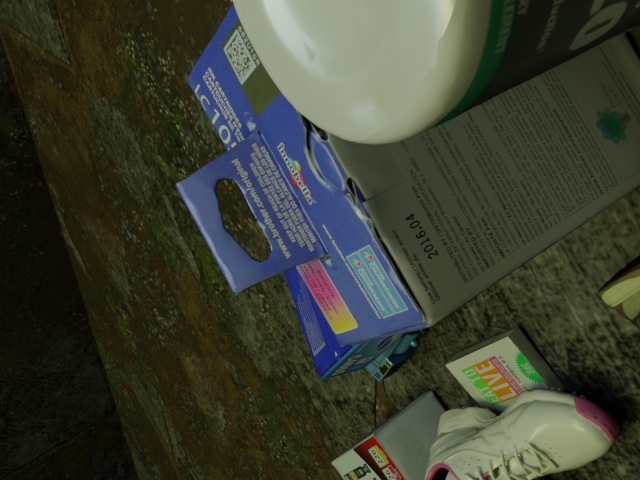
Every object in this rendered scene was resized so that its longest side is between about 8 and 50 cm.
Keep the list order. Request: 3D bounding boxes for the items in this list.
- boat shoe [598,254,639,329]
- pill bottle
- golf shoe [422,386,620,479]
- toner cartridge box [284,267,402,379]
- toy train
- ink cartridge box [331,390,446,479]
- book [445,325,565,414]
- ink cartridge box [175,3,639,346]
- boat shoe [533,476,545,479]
[{"bbox_3d":[0.336,0.026,0.680,0.073,0.080,0.223,48,155,7],"label":"boat shoe"},{"bbox_3d":[0.133,-0.215,0.494,0.204,0.361,0.204,37,143,35],"label":"pill bottle"},{"bbox_3d":[0.236,0.271,0.952,0.115,0.140,0.306,42,147,-6],"label":"golf shoe"},{"bbox_3d":[0.000,0.000,1.068,0.165,0.075,0.347,124,131,-58],"label":"toner cartridge box"},{"bbox_3d":[0.098,0.123,1.123,0.105,0.080,0.184,42,143,14],"label":"toy train"},{"bbox_3d":[0.172,0.430,1.213,0.309,0.130,0.272,53,150,13],"label":"ink cartridge box"},{"bbox_3d":[0.238,0.173,0.997,0.096,0.035,0.144,52,149,4],"label":"book"},{"bbox_3d":[0.081,-0.095,0.640,0.270,0.395,0.151,61,150,1],"label":"ink cartridge box"},{"bbox_3d":[0.324,0.451,1.017,0.324,0.117,0.096,60,154,14],"label":"boat shoe"}]
